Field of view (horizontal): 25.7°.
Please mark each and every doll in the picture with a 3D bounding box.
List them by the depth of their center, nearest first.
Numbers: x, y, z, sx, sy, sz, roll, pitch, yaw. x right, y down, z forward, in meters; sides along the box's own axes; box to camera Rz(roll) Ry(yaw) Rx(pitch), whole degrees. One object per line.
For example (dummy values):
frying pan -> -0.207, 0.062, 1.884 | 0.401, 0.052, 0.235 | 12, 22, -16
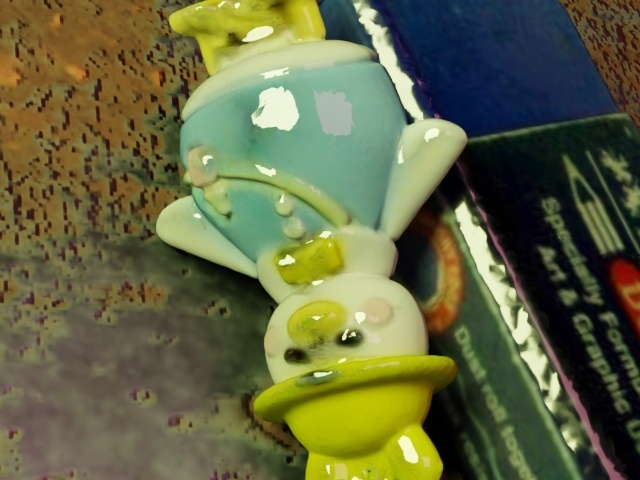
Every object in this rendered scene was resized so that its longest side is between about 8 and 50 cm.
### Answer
doll -> 0.000, 0.000, 0.630 | 0.135, 0.099, 0.241 | -11, 79, -13

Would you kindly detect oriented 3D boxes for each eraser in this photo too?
eraser -> 0.114, 0.018, 0.700 | 0.155, 0.101, 0.332 | -13, 71, -35
